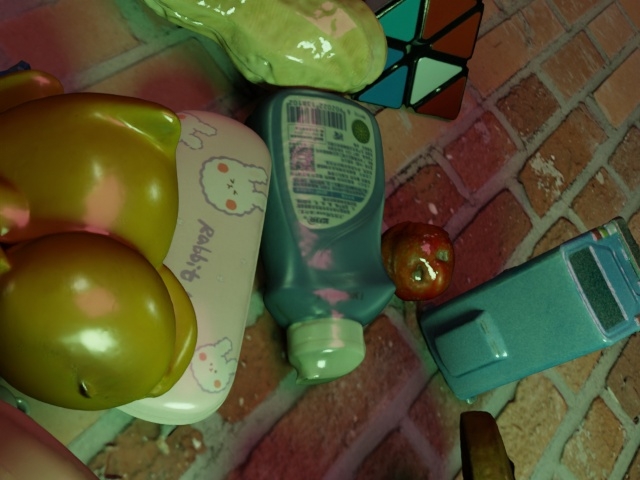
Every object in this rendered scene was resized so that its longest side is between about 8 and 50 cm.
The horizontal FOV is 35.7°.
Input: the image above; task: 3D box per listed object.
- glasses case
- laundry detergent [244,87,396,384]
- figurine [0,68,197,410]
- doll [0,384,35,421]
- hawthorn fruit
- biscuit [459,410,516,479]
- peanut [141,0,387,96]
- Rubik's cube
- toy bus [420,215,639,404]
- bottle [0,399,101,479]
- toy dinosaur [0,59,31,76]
[{"bbox_3d":[-0.112,0.013,0.840,0.113,0.075,0.297,16,56,-13],"label":"glasses case"},{"bbox_3d":[0.000,0.000,0.957,0.143,0.094,0.290,12,62,-32],"label":"laundry detergent"},{"bbox_3d":[-0.173,0.001,0.687,0.215,0.215,0.228,25,66,-31],"label":"figurine"},{"bbox_3d":[-0.250,0.155,0.649,0.106,0.062,0.162,55,41,-10],"label":"doll"},{"bbox_3d":[0.101,0.025,1.046,0.093,0.093,0.093,22,53,-33],"label":"hawthorn fruit"},{"bbox_3d":[0.166,0.346,0.797,0.064,0.283,0.432,-5,63,4],"label":"biscuit"},{"bbox_3d":[-0.067,-0.231,0.986,0.290,0.130,0.130,30,49,-14],"label":"peanut"},{"bbox_3d":[0.139,-0.239,1.178,0.234,0.250,0.284,51,34,-36],"label":"Rubik's cube"},{"bbox_3d":[0.213,0.077,1.009,0.133,0.234,0.116,-20,81,-39],"label":"toy bus"},{"bbox_3d":[-0.215,0.244,0.499,0.206,0.173,0.297,31,59,27],"label":"bottle"},{"bbox_3d":[-0.316,-0.078,0.715,0.144,0.076,0.329,45,34,-29],"label":"toy dinosaur"}]
